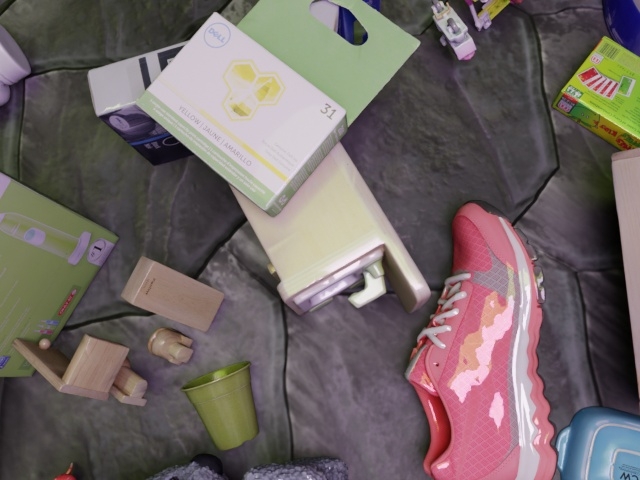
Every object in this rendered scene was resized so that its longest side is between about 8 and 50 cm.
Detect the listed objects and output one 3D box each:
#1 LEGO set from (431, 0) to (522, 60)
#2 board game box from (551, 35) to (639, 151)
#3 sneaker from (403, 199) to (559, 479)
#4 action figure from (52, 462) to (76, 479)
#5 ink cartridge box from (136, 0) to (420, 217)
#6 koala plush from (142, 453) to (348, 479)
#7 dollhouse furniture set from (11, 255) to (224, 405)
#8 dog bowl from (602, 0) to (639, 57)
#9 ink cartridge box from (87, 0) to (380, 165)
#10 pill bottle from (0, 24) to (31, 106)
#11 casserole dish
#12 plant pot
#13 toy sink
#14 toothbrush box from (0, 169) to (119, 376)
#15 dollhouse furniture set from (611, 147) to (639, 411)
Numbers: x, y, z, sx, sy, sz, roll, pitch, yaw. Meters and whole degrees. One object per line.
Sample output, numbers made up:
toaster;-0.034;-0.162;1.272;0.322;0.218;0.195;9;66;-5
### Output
LEGO set;0.270;-0.317;0.672;0.286;0.107;0.132;-23;61;19
board game box;0.388;-0.155;0.685;0.181;0.043;0.092;38;84;13
sneaker;0.154;0.106;0.597;0.136;0.116;0.314;-2;77;-8
action figure;-0.267;0.365;0.614;0.091;0.139;0.281;8;100;5
ink cartridge box;-0.037;-0.165;0.559;0.171;0.056;0.235;39;88;9
koala plush;-0.106;0.293;0.548;0.221;0.196;0.204;11;74;13
dollhouse furniture set;-0.227;0.090;0.652;0.123;0.144;0.151;18;79;39
dog bowl;0.491;-0.314;0.681;0.264;0.104;0.265;-1;77;5
ink cartridge box;-0.079;-0.185;0.676;0.332;0.165;0.065;-17;76;3
pill bottle;-0.501;-0.203;0.745;0.215;0.117;0.117;-30;76;-2
casserole dish;0.348;0.247;0.599;0.188;0.037;0.114;15;78;10
plant pot;-0.105;0.189;0.642;0.083;0.083;0.079;-20;89;1
toy sink;0.000;0.000;0.632;0.131;0.153;0.234;-30;77;-2
toothbrush box;-0.371;0.024;0.595;0.122;0.283;0.206;28;82;11
dollhouse furniture set;0.488;0.029;0.484;0.394;0.362;0.257;-8;73;32
